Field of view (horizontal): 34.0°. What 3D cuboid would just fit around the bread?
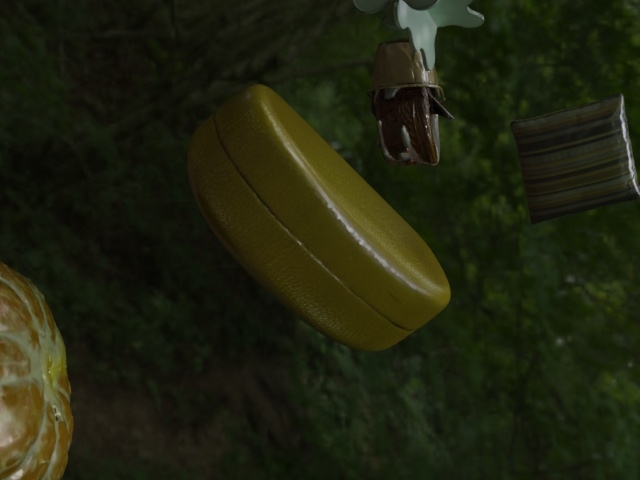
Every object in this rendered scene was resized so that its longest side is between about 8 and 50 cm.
[{"bbox_3d":[0.158,-0.233,1.803,0.224,0.143,0.211,-1,85,-79],"label":"bread"}]

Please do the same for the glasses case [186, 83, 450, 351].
[{"bbox_3d":[0.000,0.000,1.165,0.371,0.141,0.173,42,18,-36],"label":"glasses case"}]

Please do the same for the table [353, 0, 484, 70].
[{"bbox_3d":[0.148,-0.362,1.573,0.198,0.167,0.166,36,46,-63],"label":"table"}]

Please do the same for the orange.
[{"bbox_3d":[-0.408,0.170,1.144,0.329,0.249,0.329,-11,90,-84],"label":"orange"}]

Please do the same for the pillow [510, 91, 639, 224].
[{"bbox_3d":[0.470,-0.148,1.923,0.052,0.208,0.212,-82,157,-66],"label":"pillow"}]
